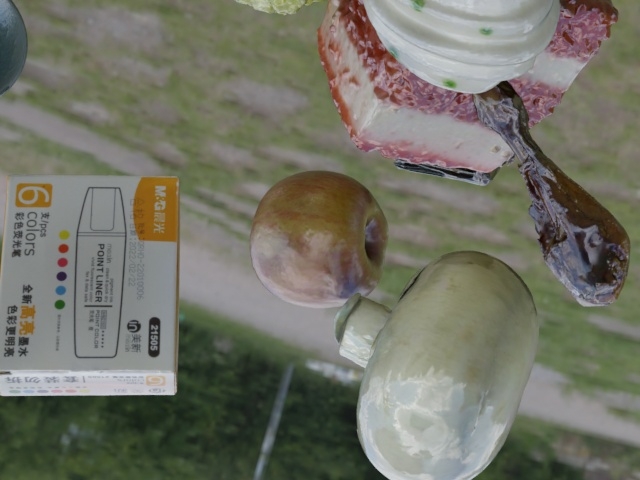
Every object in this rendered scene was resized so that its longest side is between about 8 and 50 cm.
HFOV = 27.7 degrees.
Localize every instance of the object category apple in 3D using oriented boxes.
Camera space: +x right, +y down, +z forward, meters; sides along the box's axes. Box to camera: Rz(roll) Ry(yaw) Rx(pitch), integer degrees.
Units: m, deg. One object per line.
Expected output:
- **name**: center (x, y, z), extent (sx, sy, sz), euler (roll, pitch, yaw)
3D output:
- **apple**: center (0.000, 0.000, 1.928), extent (0.188, 0.211, 0.211), euler (3, 164, 24)

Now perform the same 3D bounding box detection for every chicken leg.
- **chicken leg**: center (0.270, -0.063, 1.513), extent (0.093, 0.304, 0.113), euler (-27, 175, -14)

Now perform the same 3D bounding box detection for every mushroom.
- **mushroom**: center (0.109, 0.119, 1.288), extent (0.202, 0.246, 0.246), euler (28, 171, 16)

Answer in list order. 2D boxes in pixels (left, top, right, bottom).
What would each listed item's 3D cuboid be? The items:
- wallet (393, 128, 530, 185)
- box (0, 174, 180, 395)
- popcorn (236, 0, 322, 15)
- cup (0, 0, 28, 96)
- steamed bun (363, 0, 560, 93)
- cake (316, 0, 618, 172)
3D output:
- **wallet**: center (0.257, -0.202, 2.025), extent (0.169, 0.317, 0.044), euler (16, 138, 30)
- **box**: center (-0.279, 0.051, 1.576), extent (0.221, 0.274, 0.091), euler (-1, 153, -7)
- **popcorn**: center (-0.083, -0.414, 1.606), extent (0.225, 0.173, 0.286), euler (-17, 124, 24)
- **cup**: center (-0.479, -0.225, 1.616), extent (0.199, 0.199, 0.150), euler (19, 155, -18)
- **steamed bun**: center (0.103, -0.207, 1.043), extent (0.183, 0.183, 0.106), euler (3, -166, 44)
- **cake**: center (0.172, -0.285, 1.735), extent (0.269, 0.270, 0.319), euler (10, 130, -33)
